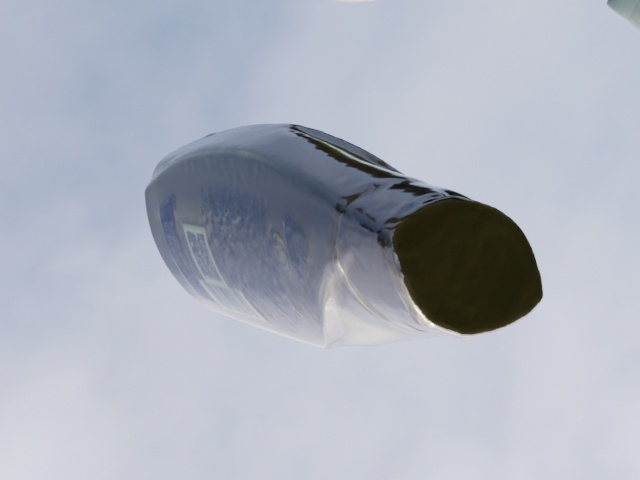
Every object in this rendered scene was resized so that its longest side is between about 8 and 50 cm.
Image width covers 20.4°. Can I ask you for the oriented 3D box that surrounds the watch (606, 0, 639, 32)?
[{"bbox_3d":[0.277,-0.209,1.164,0.241,0.161,0.253,25,-134,5],"label":"watch"}]

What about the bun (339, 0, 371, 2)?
[{"bbox_3d":[0.035,-0.336,1.399,0.165,0.299,0.299,21,-115,-16],"label":"bun"}]

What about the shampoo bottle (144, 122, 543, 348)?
[{"bbox_3d":[0.000,0.000,0.950,0.084,0.350,0.125,-28,-77,-19],"label":"shampoo bottle"}]
